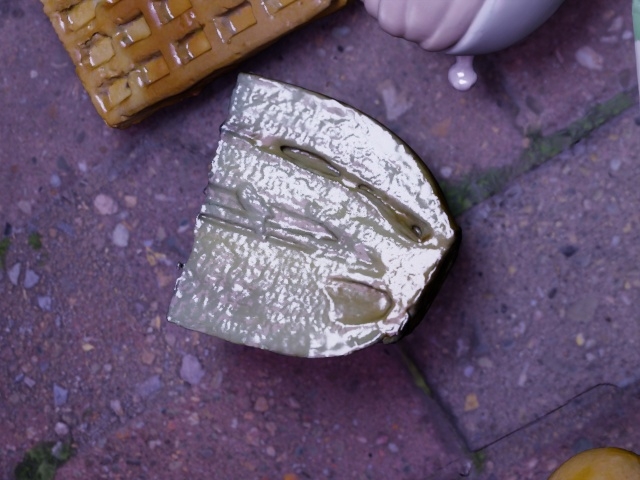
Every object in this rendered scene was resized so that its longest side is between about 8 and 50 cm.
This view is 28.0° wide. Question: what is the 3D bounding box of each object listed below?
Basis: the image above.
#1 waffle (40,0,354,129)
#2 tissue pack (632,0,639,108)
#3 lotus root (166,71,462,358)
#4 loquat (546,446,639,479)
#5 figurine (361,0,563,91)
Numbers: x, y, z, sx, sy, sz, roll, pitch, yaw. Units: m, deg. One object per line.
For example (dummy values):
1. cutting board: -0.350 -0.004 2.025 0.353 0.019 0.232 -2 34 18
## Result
1. waffle: -0.141 -0.269 1.324 0.327 0.098 0.224 -24 92 29
2. tissue pack: 0.418 -0.063 1.102 0.266 0.194 0.357 -2 100 21
3. lotus root: 0.015 -0.008 1.307 0.260 0.149 0.267 15 88 14
4. loquat: 0.287 0.278 1.258 0.163 0.137 0.163 1 103 4
5. figurine: 0.172 -0.318 1.127 0.211 0.253 0.361 41 106 -8
